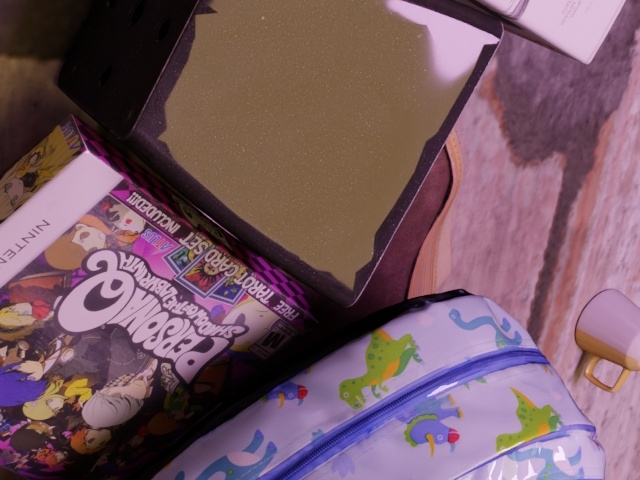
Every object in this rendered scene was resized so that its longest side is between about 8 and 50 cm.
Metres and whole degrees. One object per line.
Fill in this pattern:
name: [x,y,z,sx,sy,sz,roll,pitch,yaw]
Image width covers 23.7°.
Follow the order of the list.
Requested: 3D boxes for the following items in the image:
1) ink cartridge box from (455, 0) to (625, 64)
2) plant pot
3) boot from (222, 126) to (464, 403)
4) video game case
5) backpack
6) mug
ink cartridge box: [0.076,-0.204,0.942,0.218,0.158,0.092,19,100,-45]
plant pot: [-0.042,-0.099,0.900,0.167,0.187,0.188,23,98,-33]
boot: [0.000,0.000,1.048,0.207,0.090,0.248,-35,136,-23]
video game case: [-0.147,0.055,0.938,0.210,0.042,0.232,-39,136,11]
backpack: [0.012,0.187,0.997,0.355,0.273,0.290,-49,153,2]
mug: [0.271,0.091,1.361,0.062,0.064,0.078,-25,129,-29]
